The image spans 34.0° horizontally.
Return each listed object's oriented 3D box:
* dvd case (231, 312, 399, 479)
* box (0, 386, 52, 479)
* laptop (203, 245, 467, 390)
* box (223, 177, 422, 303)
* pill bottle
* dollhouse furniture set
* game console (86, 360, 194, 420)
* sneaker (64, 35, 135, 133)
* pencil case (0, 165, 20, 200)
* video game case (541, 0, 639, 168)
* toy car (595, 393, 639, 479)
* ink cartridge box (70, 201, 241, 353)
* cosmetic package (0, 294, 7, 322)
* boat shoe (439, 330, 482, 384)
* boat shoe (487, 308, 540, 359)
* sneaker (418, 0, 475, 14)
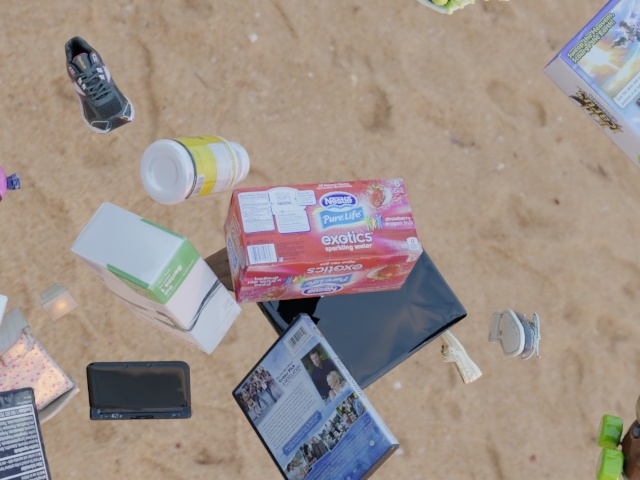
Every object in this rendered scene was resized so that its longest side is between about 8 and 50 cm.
[{"bbox_3d":[-0.014,0.256,1.511,0.022,0.180,0.253,12,35,-52],"label":"dvd case"},{"bbox_3d":[-0.489,0.361,1.335,0.296,0.182,0.294,8,65,-70],"label":"box"},{"bbox_3d":[0.008,0.107,2.142,0.382,0.236,0.408,-31,83,-30],"label":"laptop"},{"bbox_3d":[0.000,0.000,1.496,0.256,0.123,0.128,-5,63,-16],"label":"box"},{"bbox_3d":[-0.196,-0.116,1.680,0.184,0.103,0.103,-16,78,-59],"label":"pill bottle"},{"bbox_3d":[-0.462,0.297,1.640,0.174,0.355,0.303,45,-14,43],"label":"dollhouse furniture set"},{"bbox_3d":[-0.218,0.183,1.279,0.122,0.107,0.071,0,83,-3],"label":"game console"},{"bbox_3d":[-0.324,-0.222,1.473,0.178,0.072,0.077,50,-13,38],"label":"sneaker"},{"bbox_3d":[-0.404,-0.101,1.083,0.209,0.095,0.098,62,4,-54],"label":"pencil case"},{"bbox_3d":[0.427,-0.200,1.175,0.244,0.061,0.269,45,77,0],"label":"video game case"},{"bbox_3d":[0.489,0.258,1.481,0.155,0.188,0.149,13,31,8],"label":"toy car"},{"bbox_3d":[-0.231,0.058,1.508,0.092,0.160,0.219,-57,148,-18],"label":"ink cartridge box"},{"bbox_3d":[-0.466,0.132,1.088,0.224,0.224,0.138,17,53,-15],"label":"cosmetic package"},{"bbox_3d":[0.319,0.274,2.519,0.170,0.059,0.063,52,-3,-2],"label":"boat shoe"},{"bbox_3d":[0.391,0.186,2.069,0.079,0.254,0.095,8,86,-2],"label":"boat shoe"},{"bbox_3d":[0.225,-0.399,1.550,0.384,0.145,0.147,7,75,-5],"label":"sneaker"}]
